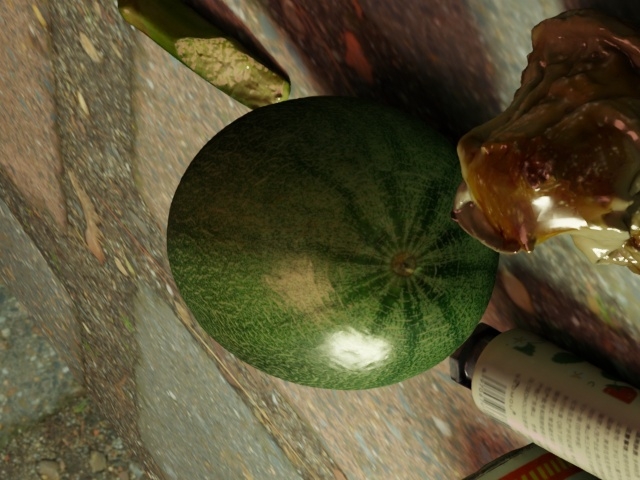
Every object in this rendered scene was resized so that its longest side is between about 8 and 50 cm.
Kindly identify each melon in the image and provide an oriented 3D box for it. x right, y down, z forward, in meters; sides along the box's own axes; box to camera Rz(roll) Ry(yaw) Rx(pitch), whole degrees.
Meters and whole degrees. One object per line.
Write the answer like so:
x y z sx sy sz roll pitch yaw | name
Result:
0.000 0.000 1.059 0.288 0.182 0.182 12 133 63 | melon

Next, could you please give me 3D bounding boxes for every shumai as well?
0.121 -0.033 0.799 0.145 0.116 0.145 47 161 21 | shumai

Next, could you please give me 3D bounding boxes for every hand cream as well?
0.183 0.118 1.011 0.276 0.059 0.095 28 146 45 | hand cream

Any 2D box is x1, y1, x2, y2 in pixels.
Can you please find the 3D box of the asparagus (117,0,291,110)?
-0.086 -0.141 1.255 0.178 0.041 0.045 39 164 39 | asparagus

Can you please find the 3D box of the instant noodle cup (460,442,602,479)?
0.158 0.247 1.114 0.212 0.193 0.193 59 163 15 | instant noodle cup
